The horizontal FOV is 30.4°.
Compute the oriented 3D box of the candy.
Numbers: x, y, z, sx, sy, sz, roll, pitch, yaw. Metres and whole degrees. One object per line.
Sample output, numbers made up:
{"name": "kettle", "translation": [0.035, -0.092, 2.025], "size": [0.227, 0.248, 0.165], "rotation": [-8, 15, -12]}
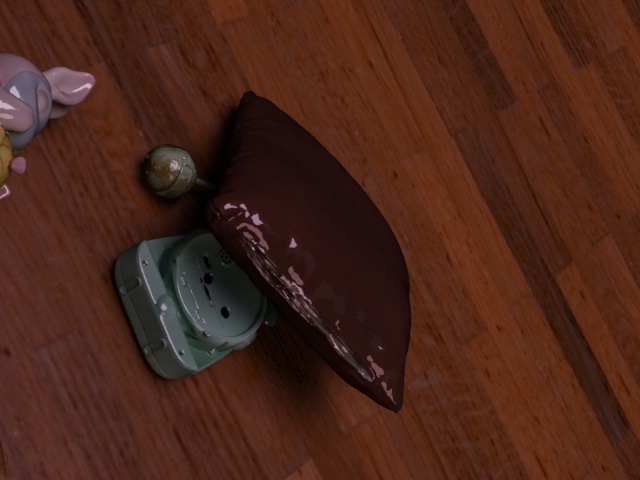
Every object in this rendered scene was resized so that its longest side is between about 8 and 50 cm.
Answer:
{"name": "candy", "translation": [-0.115, -0.058, 1.334], "size": [0.202, 0.061, 0.061], "rotation": [20, 59, -44]}

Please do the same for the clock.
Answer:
{"name": "clock", "translation": [-0.122, 0.054, 1.262], "size": [0.188, 0.060, 0.148], "rotation": [-23, 87, -46]}

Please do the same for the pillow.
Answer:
{"name": "pillow", "translation": [0.000, 0.000, 1.313], "size": [0.308, 0.108, 0.305], "rotation": [49, 22, -20]}

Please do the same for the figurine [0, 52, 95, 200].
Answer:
{"name": "figurine", "translation": [-0.320, -0.120, 1.120], "size": [0.235, 0.127, 0.155], "rotation": [10, 47, -42]}

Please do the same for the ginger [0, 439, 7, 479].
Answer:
{"name": "ginger", "translation": [-0.316, 0.164, 1.034], "size": [0.089, 0.075, 0.288], "rotation": [8, 60, -64]}
